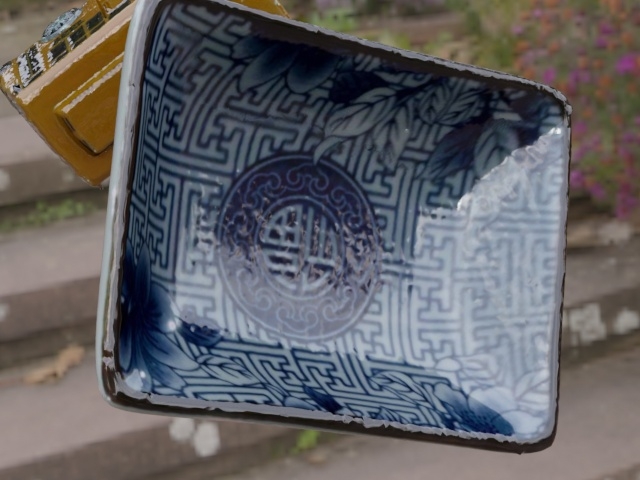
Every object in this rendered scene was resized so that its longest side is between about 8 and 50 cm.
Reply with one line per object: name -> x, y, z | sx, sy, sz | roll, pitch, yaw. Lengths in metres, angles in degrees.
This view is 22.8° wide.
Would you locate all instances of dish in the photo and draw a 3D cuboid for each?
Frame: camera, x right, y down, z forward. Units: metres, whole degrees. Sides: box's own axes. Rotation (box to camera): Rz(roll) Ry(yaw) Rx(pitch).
dish -> 0.000, 0.000, 0.738 | 0.243, 0.182, 0.080 | 10, -11, -31

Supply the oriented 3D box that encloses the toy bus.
toy bus -> -0.124, -0.132, 1.123 | 0.201, 0.098, 0.114 | -38, 26, 2
